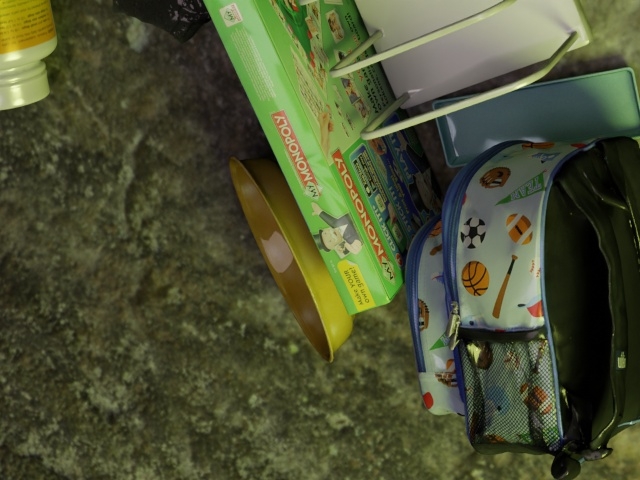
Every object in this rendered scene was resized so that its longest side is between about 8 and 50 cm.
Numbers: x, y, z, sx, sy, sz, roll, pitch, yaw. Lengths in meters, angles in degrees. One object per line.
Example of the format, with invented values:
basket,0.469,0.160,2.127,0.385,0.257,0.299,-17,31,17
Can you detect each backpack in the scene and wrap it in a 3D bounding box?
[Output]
backpack,0.202,0.040,1.517,0.213,0.276,0.263,6,107,30

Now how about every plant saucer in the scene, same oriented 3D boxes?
plant saucer,0.200,-0.113,1.578,0.192,0.018,0.067,-8,108,25

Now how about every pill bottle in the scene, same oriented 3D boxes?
pill bottle,-0.323,-0.239,1.673,0.117,0.117,0.215,-1,110,22

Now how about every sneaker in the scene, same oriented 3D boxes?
sneaker,-0.114,-0.225,1.639,0.170,0.051,0.089,26,118,15

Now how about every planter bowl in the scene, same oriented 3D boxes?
planter bowl,0.000,0.000,1.633,0.090,0.217,0.217,-25,102,-8

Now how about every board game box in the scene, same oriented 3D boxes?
board game box,0.012,-0.118,1.537,0.046,0.213,0.317,-19,102,27

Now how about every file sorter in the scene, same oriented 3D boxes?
file sorter,0.080,-0.248,1.483,0.193,0.173,0.277,-18,104,27
